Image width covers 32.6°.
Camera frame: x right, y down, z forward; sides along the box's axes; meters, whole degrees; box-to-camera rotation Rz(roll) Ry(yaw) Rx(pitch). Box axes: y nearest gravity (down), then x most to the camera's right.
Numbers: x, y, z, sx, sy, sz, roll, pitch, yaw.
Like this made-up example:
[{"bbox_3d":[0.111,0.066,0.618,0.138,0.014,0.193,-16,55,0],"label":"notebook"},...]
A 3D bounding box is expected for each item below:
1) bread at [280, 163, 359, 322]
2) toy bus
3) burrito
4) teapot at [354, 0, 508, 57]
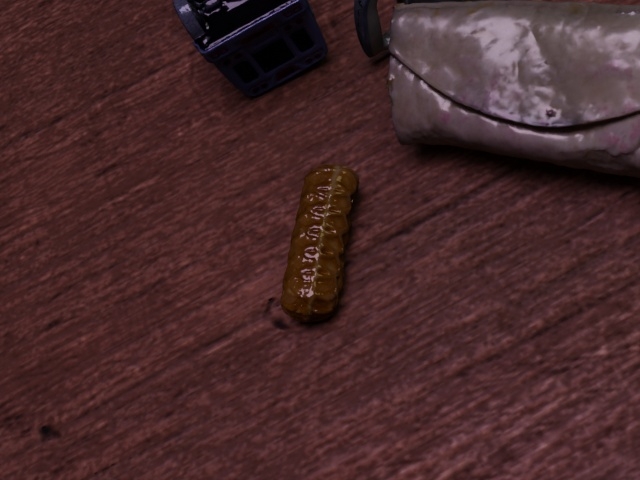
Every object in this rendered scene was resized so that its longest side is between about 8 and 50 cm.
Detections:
[{"bbox_3d":[0.000,0.000,0.985,0.052,0.044,0.157,4,63,15],"label":"bread"},{"bbox_3d":[-0.096,-0.298,1.145,0.125,0.133,0.292,-28,57,9],"label":"toy bus"},{"bbox_3d":[0.205,-0.134,0.953,0.299,0.105,0.143,10,89,25],"label":"burrito"},{"bbox_3d":[0.105,-0.251,1.058,0.149,0.108,0.111,-6,57,16],"label":"teapot"}]
